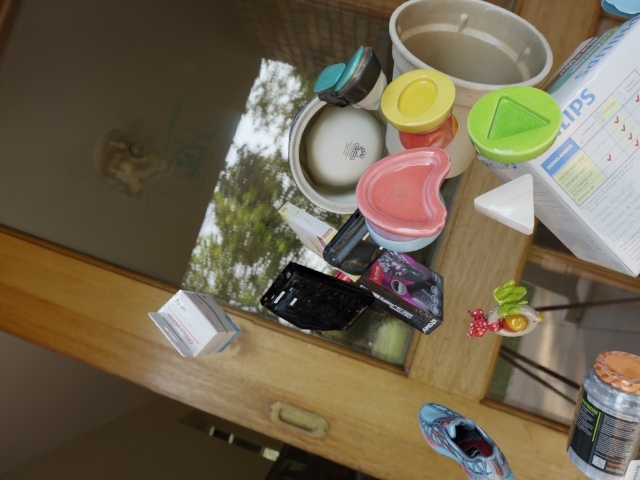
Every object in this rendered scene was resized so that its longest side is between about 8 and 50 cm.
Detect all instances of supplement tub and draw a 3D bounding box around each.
[{"bbox_3d":[0.783,0.469,1.272,0.194,0.193,0.317,-55,-32,-65],"label":"supplement tub"}]

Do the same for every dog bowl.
[{"bbox_3d":[0.081,-0.295,1.509,0.150,0.407,0.409,-127,49,-62],"label":"dog bowl"}]

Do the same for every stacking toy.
[{"bbox_3d":[0.215,-0.110,0.766,0.309,0.279,0.130,-69,-26,-21],"label":"stacking toy"}]

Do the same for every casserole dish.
[{"bbox_3d":[0.687,-0.562,1.069,0.037,0.114,0.189,88,-156,-68],"label":"casserole dish"}]

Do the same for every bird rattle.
[{"bbox_3d":[0.633,0.273,1.640,0.143,0.206,0.254,-76,12,-53],"label":"bird rattle"}]

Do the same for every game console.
[{"bbox_3d":[0.058,0.046,0.928,0.361,0.213,0.044,-50,38,23],"label":"game console"}]

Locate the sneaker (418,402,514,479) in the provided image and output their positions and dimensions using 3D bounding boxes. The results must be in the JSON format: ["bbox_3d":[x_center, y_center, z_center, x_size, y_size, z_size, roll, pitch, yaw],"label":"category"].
[{"bbox_3d":[0.298,0.405,1.015,0.104,0.261,0.125,-30,-65,-18],"label":"sneaker"}]

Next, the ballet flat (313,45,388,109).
[{"bbox_3d":[0.065,-0.281,0.856,0.095,0.096,0.280,-60,17,7],"label":"ballet flat"}]

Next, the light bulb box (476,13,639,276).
[{"bbox_3d":[0.601,-0.188,1.004,0.358,0.361,0.225,-46,7,4],"label":"light bulb box"}]

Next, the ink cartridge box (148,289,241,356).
[{"bbox_3d":[-0.220,0.149,0.864,0.060,0.104,0.180,-44,-12,-1],"label":"ink cartridge box"}]

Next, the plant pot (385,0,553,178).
[{"bbox_3d":[0.287,-0.318,1.082,0.306,0.333,0.334,100,-169,-53],"label":"plant pot"}]

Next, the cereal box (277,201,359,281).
[{"bbox_3d":[0.000,0.000,1.277,0.047,0.240,0.173,-44,-51,-10],"label":"cereal box"}]

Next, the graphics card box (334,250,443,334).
[{"bbox_3d":[0.237,0.129,1.596,0.094,0.370,0.233,-52,10,36],"label":"graphics card box"}]
